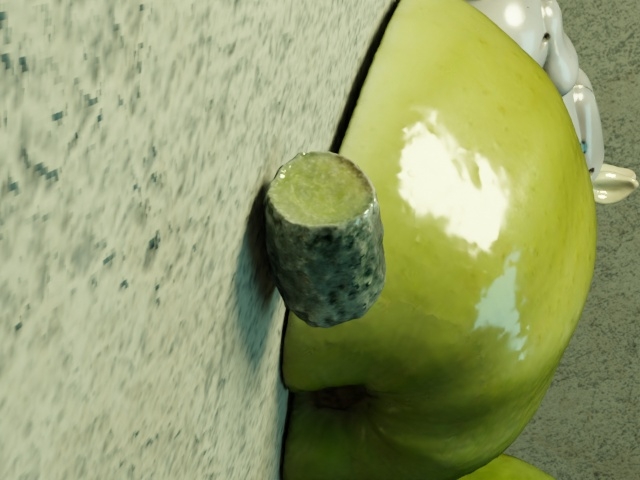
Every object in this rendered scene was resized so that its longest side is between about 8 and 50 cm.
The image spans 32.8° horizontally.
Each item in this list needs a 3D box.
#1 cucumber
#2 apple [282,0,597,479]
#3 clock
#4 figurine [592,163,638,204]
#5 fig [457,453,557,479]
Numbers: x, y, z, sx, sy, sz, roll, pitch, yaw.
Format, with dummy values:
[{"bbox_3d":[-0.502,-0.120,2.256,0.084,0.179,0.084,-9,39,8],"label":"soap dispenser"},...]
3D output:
[{"bbox_3d":[0.000,0.001,0.547,0.112,0.064,0.064,75,29,-64],"label":"cucumber"},{"bbox_3d":[0.062,0.020,0.825,0.320,0.312,0.360,46,38,-21],"label":"apple"},{"bbox_3d":[0.160,-0.155,0.998,0.254,0.189,0.188,65,36,-50],"label":"clock"},{"bbox_3d":[0.228,-0.038,1.235,0.127,0.236,0.155,-4,107,-79],"label":"figurine"},{"bbox_3d":[0.118,0.361,1.016,0.316,0.316,0.316,13,90,-80],"label":"fig"}]
